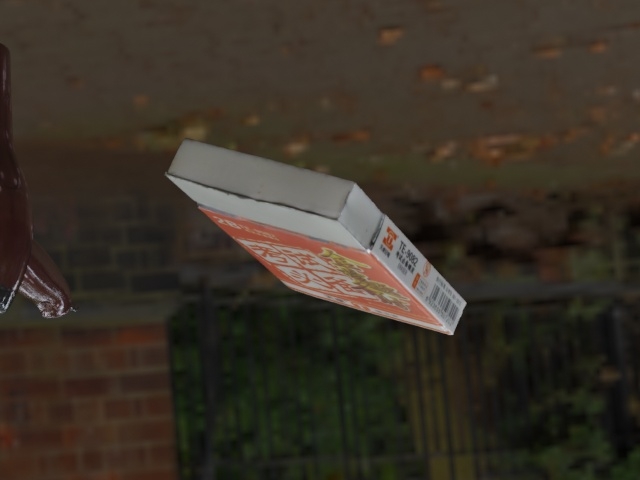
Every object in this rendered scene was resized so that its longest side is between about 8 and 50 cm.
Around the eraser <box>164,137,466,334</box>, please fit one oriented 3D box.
[{"bbox_3d":[0.000,0.000,1.508,0.157,0.038,0.230,16,164,31],"label":"eraser"}]

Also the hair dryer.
[{"bbox_3d":[-0.347,-0.023,2.292,0.123,0.312,0.340,-6,155,14],"label":"hair dryer"}]
